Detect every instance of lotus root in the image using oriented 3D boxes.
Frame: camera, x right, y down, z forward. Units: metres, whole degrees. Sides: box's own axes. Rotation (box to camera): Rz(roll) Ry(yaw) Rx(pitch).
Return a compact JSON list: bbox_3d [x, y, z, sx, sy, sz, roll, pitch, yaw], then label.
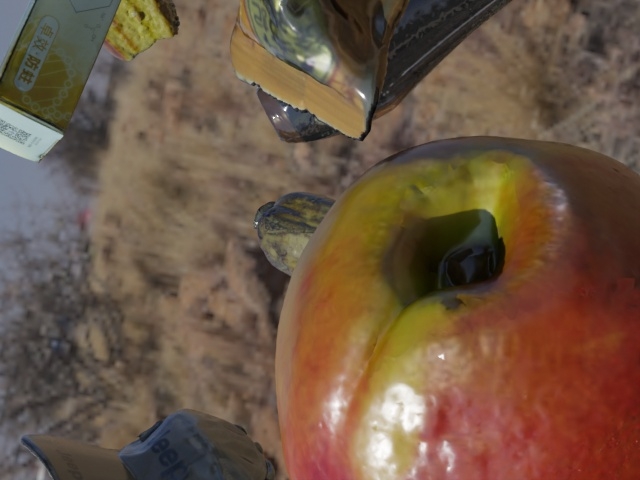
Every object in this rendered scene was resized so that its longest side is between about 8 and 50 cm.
[{"bbox_3d":[0.000,0.000,1.439,0.089,0.179,0.080,-49,-46,-24],"label":"lotus root"}]

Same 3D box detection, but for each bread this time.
[{"bbox_3d":[-0.252,-0.323,1.495,0.234,0.110,0.184,59,-174,-38],"label":"bread"}]

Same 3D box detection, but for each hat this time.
[{"bbox_3d":[-0.169,0.232,1.460,0.149,0.245,0.214,-48,51,0],"label":"hat"}]

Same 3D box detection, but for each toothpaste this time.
[{"bbox_3d":[-0.186,-0.218,1.132,0.089,0.071,0.313,-30,37,62],"label":"toothpaste"}]

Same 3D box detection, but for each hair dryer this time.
[{"bbox_3d":[0.040,-0.225,1.219,0.120,0.304,0.359,65,-169,23],"label":"hair dryer"}]

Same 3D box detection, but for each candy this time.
[{"bbox_3d":[0.008,-0.189,0.746,0.143,0.101,0.271,44,130,45],"label":"candy"}]

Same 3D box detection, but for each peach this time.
[{"bbox_3d":[0.116,0.090,0.891,0.332,0.308,0.308,71,-158,-56],"label":"peach"}]
